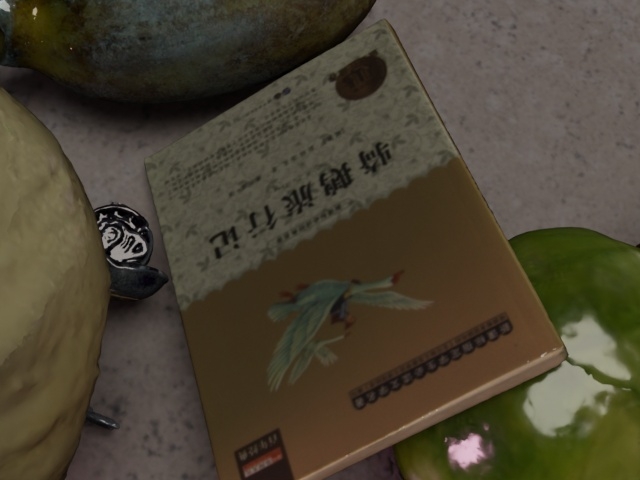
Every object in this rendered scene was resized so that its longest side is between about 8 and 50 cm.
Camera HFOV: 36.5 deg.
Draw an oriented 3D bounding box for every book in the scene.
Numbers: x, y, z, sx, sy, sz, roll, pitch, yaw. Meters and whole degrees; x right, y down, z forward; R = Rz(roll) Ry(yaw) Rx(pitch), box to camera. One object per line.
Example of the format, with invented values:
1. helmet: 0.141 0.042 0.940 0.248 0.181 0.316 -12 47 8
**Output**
1. book: 0.000 0.000 0.640 0.217 0.021 0.310 -28 50 9

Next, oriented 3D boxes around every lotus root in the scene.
1. lotus root: -0.110 -0.174 0.740 0.322 0.140 0.158 -19 54 -10

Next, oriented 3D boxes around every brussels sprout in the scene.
1. brussels sprout: 0.165 0.110 0.632 0.244 0.244 0.244 3 67 -8

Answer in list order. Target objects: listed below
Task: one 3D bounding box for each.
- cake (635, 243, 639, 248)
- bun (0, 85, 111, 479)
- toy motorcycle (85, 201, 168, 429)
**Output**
1. cake: 0.411 0.019 0.696 0.286 0.227 0.222 -26 78 -16
2. bun: -0.269 0.076 0.445 0.364 0.364 0.202 -11 40 -14
3. toy motorcycle: -0.238 0.039 0.657 0.263 0.091 0.157 6 75 -5
